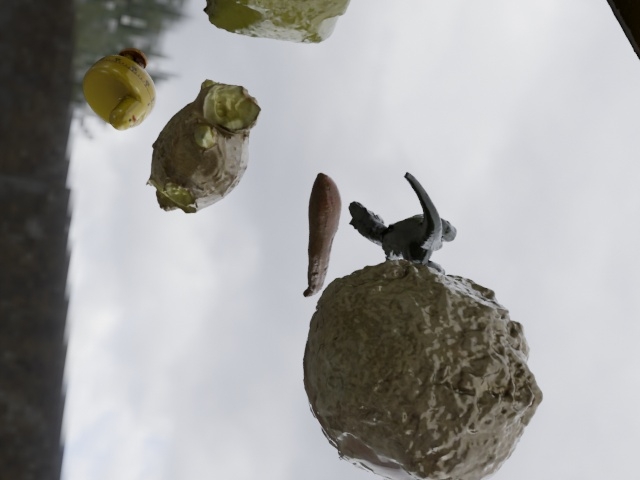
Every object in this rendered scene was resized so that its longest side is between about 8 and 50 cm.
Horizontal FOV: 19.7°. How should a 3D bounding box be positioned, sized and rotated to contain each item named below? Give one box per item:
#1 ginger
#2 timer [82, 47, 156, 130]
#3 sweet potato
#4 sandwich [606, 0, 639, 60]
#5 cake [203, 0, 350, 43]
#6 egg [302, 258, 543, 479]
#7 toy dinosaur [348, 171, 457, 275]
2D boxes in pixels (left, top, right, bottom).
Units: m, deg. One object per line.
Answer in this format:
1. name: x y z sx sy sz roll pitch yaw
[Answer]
1. ginger: -0.126 -0.099 2.001 0.157 0.102 0.216 -57 -176 -5
2. timer: -0.282 -0.200 2.547 0.109 0.107 0.107 -52 -179 -39
3. sweet potato: 0.000 0.000 2.713 0.050 0.050 0.214 -117 -151 -57
4. sandwich: 0.295 -0.235 1.517 0.128 0.122 0.236 -53 -145 28
5. cake: -0.033 -0.314 1.678 0.179 0.156 0.260 110 -22 -51
6. egg: 0.112 0.159 2.161 0.310 0.279 0.279 34 -63 32
7. toy dinosaur: 0.084 -0.015 2.272 0.187 0.179 0.087 3 -108 40
